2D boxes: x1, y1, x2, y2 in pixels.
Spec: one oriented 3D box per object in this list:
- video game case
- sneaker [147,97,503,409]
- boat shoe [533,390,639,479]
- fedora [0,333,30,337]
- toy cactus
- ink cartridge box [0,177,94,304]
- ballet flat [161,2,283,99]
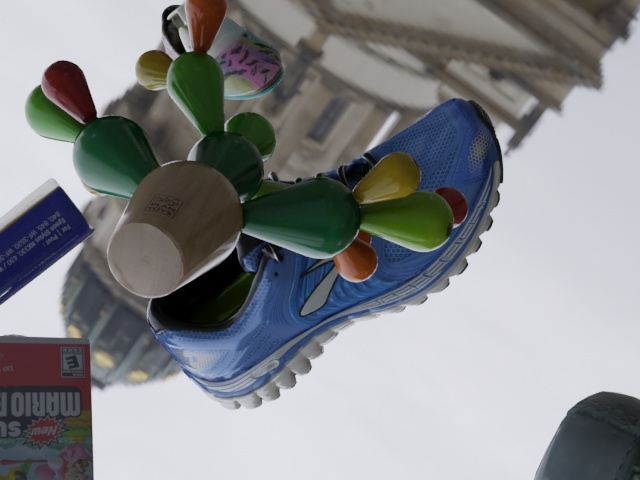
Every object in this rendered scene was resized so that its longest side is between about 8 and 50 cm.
[{"bbox_3d":[-0.325,0.220,1.327,0.204,0.025,0.285,3,-125,-16],"label":"video game case"},{"bbox_3d":[0.000,0.000,1.077,0.147,0.330,0.130,42,-168,-43],"label":"sneaker"},{"bbox_3d":[0.091,0.164,0.453,0.099,0.319,0.116,33,-128,21],"label":"boat shoe"},{"bbox_3d":[-0.411,0.225,1.763,0.334,0.334,0.152,36,-128,-1],"label":"fedora"},{"bbox_3d":[-0.043,-0.031,0.619,0.219,0.112,0.180,26,-155,2],"label":"toy cactus"},{"bbox_3d":[-0.407,0.046,1.570,0.072,0.303,0.307,53,172,-9],"label":"ink cartridge box"},{"bbox_3d":[-0.108,-0.188,1.283,0.079,0.077,0.221,58,169,-27],"label":"ballet flat"}]
